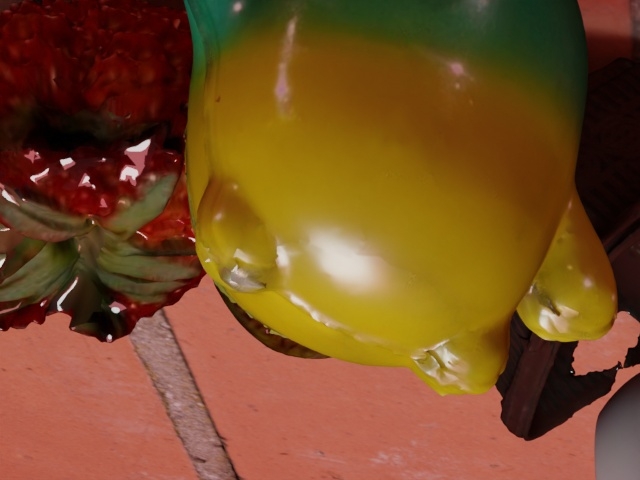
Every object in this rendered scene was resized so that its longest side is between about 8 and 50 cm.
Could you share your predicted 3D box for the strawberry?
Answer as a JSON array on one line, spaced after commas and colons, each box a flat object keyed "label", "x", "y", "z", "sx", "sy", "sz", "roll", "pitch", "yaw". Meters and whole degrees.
[{"label": "strawberry", "x": -0.164, "y": -0.071, "z": 1.285, "sx": 0.261, "sy": 0.258, "sz": 0.261, "roll": -8, "pitch": 147, "yaw": -5}]

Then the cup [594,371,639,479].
[{"label": "cup", "x": 0.372, "y": 0.177, "z": 1.388, "sx": 0.317, "sy": 0.212, "sz": 0.212, "roll": -10, "pitch": 143, "yaw": 18}]

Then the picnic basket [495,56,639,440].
[{"label": "picnic basket", "x": 0.193, "y": -0.004, "z": 1.336, "sx": 0.129, "sy": 0.222, "sz": 0.297, "roll": 50, "pitch": 158, "yaw": 21}]

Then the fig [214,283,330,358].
[{"label": "fig", "x": 0.000, "y": 0.000, "z": 1.444, "sx": 0.181, "sy": 0.181, "sz": 0.191, "roll": 32, "pitch": 171, "yaw": -27}]

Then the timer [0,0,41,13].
[{"label": "timer", "x": -0.269, "y": -0.201, "z": 1.303, "sx": 0.178, "sy": 0.078, "sz": 0.253, "roll": 29, "pitch": 146, "yaw": -24}]

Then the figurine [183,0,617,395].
[{"label": "figurine", "x": 0.048, "y": -0.086, "z": 1.106, "sx": 0.323, "sy": 0.340, "sz": 0.231, "roll": 24, "pitch": 148, "yaw": -19}]
